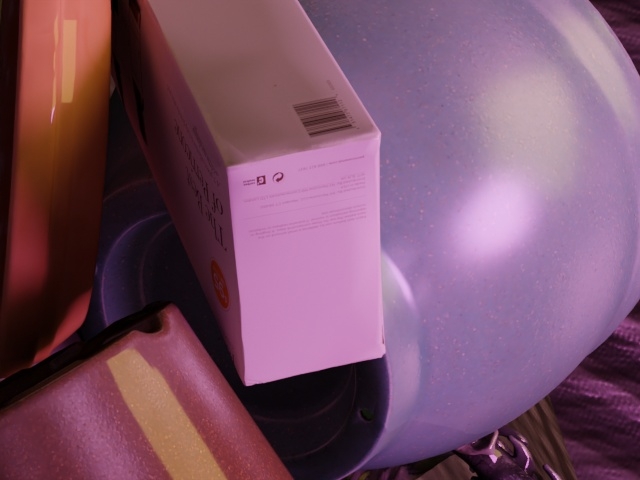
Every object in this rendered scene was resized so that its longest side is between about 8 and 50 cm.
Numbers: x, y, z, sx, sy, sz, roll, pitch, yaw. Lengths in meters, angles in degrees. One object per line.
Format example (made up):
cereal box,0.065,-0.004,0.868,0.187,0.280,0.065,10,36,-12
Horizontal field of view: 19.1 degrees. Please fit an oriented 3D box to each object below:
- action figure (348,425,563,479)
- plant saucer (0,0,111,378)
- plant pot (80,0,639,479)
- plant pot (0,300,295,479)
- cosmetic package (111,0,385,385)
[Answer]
action figure,0.071,0.159,1.243,0.276,0.141,0.164,51,14,-10
plant saucer,-0.110,-0.044,0.766,0.200,0.037,0.200,-177,-90,-79
plant pot,0.000,0.000,0.941,0.196,0.293,0.293,-47,120,-46
plant pot,-0.067,0.121,0.673,0.165,0.167,0.167,61,13,-3
cosmetic package,-0.039,-0.057,0.745,0.239,0.060,0.099,-118,-162,-52
